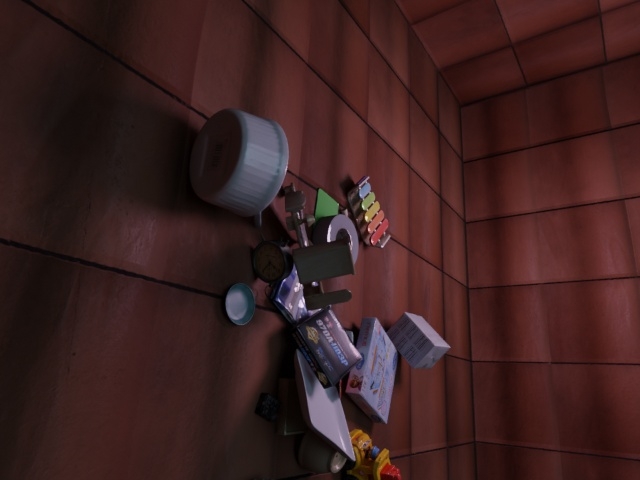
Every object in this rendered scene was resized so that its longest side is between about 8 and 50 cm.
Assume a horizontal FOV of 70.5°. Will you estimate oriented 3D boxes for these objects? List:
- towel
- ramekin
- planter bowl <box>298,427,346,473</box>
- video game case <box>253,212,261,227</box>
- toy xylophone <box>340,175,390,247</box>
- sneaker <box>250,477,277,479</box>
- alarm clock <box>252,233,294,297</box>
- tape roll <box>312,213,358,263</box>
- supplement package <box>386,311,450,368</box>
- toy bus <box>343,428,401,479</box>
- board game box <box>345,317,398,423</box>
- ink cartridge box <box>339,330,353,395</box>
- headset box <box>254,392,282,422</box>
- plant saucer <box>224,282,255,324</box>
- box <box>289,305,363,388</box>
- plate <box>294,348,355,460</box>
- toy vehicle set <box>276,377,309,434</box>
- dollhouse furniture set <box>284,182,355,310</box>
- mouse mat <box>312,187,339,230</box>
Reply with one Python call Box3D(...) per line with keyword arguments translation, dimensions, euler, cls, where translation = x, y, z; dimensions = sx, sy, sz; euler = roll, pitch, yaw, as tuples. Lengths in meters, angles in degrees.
Box3D(translation=(-0.057, 0.208, 1.561), dimensions=(0.285, 0.034, 0.209), euler=(55, 41, -34), cls="towel")
Box3D(translation=(-0.227, -0.211, 1.200), dimensions=(0.135, 0.277, 0.277), euler=(15, 70, -46), cls="ramekin")
Box3D(translation=(0.021, 0.677, 1.458), dimensions=(0.162, 0.109, 0.162), euler=(-18, 114, -47), cls="planter bowl")
Box3D(translation=(-0.185, -0.158, 1.348), dimensions=(0.212, 0.023, 0.193), euler=(118, -27, -75), cls="video game case")
Box3D(translation=(0.197, -0.102, 1.968), dimensions=(0.322, 0.081, 0.236), euler=(62, 38, -25), cls="toy xylophone")
Box3D(translation=(-0.202, 0.748, 1.169), dimensions=(0.293, 0.102, 0.146), euler=(-19, 102, -51), cls="sneaker")
Box3D(translation=(-0.145, 0.082, 1.382), dimensions=(0.064, 0.129, 0.192), euler=(-4, 105, -59), cls="alarm clock")
Box3D(translation=(0.060, 0.012, 1.736), dimensions=(0.219, 0.072, 0.219), euler=(10, 78, -53), cls="tape roll")
Box3D(translation=(0.439, 0.456, 2.054), dimensions=(0.194, 0.149, 0.203), euler=(23, 21, -51), cls="supplement package")
Box3D(translation=(0.191, 0.813, 1.629), dimensions=(0.149, 0.211, 0.220), euler=(-13, 92, -55), cls="toy bus")
Box3D(translation=(0.220, 0.529, 1.839), dimensions=(0.318, 0.066, 0.318), euler=(57, 40, -41), cls="board game box")
Box3D(translation=(0.096, 0.448, 1.644), dimensions=(0.181, 0.056, 0.224), euler=(73, 15, -74), cls="ink cartridge box")
Box3D(translation=(-0.151, 0.501, 1.351), dimensions=(0.083, 0.032, 0.062), euler=(50, 45, -39), cls="headset box")
Box3D(translation=(-0.237, 0.184, 1.308), dimensions=(0.119, 0.021, 0.119), euler=(17, 69, -53), cls="plant saucer")
Box3D(translation=(0.021, 0.346, 1.492), dimensions=(0.175, 0.051, 0.220), euler=(-26, 82, -46), cls="box")
Box3D(translation=(0.001, 0.515, 1.407), dimensions=(0.277, 0.045, 0.278), euler=(54, 10, -35), cls="plate")
Box3D(translation=(-0.045, 0.543, 1.497), dimensions=(0.267, 0.035, 0.166), euler=(25, 63, -51), cls="toy vehicle set")
Box3D(translation=(0.000, 0.000, 1.490), dimensions=(0.355, 0.174, 0.303), euler=(-99, 178, -60), cls="dollhouse furniture set")
Box3D(translation=(0.023, -0.095, 1.775), dimensions=(0.152, 0.007, 0.189), euler=(36, 54, -47), cls="mouse mat")
